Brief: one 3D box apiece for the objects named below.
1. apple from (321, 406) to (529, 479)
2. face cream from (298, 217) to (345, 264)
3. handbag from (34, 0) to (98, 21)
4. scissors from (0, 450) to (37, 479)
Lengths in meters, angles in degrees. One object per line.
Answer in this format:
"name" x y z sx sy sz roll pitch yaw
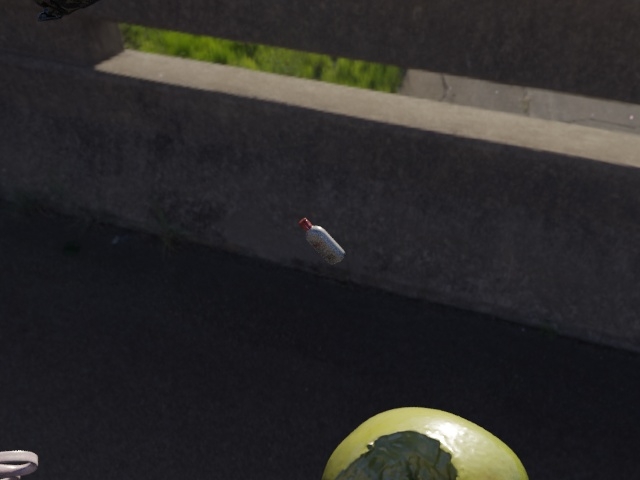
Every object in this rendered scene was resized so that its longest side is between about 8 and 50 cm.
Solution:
"apple" 0.136 0.357 0.884 0.279 0.279 0.279 -2 43 2
"face cream" 0.000 0.000 1.027 0.083 0.040 0.021 47 54 -13
"handbag" -0.363 -0.498 1.008 0.302 0.178 0.274 -6 81 29
"scissors" -0.551 0.336 1.020 0.118 0.242 0.030 -36 50 24
